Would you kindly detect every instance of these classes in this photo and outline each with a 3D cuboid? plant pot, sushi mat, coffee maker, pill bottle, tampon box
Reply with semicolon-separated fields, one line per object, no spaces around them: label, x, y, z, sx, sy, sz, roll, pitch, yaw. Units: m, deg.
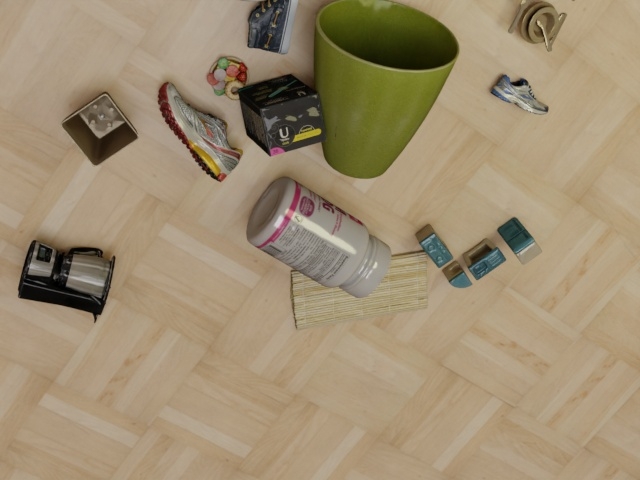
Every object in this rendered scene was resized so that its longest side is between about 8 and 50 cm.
plant pot;0.097;-0.277;1.848;0.274;0.275;0.294;5;130;-12
sushi mat;0.089;0.114;2.146;0.316;0.019;0.151;-9;117;-6
coffee maker;-0.532;0.092;1.968;0.178;0.120;0.171;14;113;-16
pill bottle;0.000;0.000;1.996;0.283;0.160;0.160;31;106;-22
tampon box;-0.078;-0.246;1.854;0.120;0.161;0.101;-18;118;-14
plant pot;-0.428;-0.229;1.846;0.109;0.096;0.109;-32;117;6

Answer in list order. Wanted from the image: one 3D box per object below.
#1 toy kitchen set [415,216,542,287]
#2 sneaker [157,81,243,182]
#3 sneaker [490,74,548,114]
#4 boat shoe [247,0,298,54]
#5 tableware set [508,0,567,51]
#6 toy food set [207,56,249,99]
toy kitchen set;0.344;0.003;2.080;0.207;0.122;0.166;-37;116;8
sneaker;-0.243;-0.228;1.899;0.092;0.088;0.225;-43;117;-12
sneaker;0.428;-0.307;1.989;0.135;0.052;0.058;20;106;-19
boat shoe;-0.091;-0.450;1.818;0.083;0.065;0.183;5;115;-14
tableware set;0.471;-0.482;1.897;0.128;0.039;0.194;10;114;-34
toy food set;-0.183;-0.324;1.887;0.082;0.020;0.083;16;112;-17
